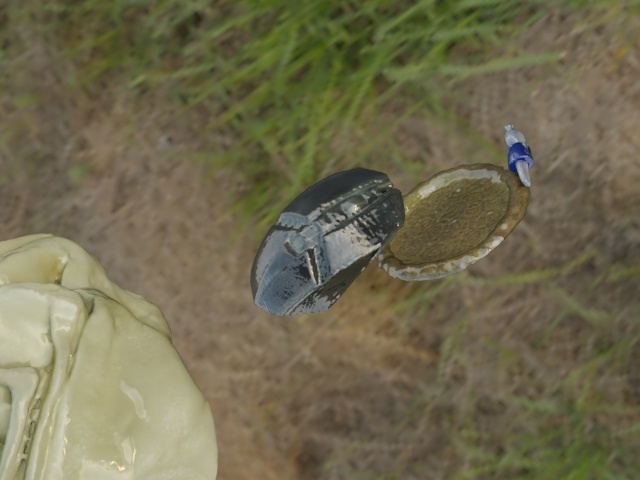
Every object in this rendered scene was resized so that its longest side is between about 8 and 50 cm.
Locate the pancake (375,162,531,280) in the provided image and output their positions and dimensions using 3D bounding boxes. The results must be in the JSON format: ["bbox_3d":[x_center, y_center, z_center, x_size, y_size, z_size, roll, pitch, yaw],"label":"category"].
[{"bbox_3d":[0.144,-0.024,2.080,0.199,0.199,0.021,-4,129,37],"label":"pancake"}]

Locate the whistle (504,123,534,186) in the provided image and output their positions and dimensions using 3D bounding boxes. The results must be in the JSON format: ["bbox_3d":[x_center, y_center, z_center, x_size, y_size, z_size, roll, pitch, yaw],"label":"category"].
[{"bbox_3d":[0.220,-0.093,2.073,0.029,0.083,0.033,-28,139,24],"label":"whistle"}]

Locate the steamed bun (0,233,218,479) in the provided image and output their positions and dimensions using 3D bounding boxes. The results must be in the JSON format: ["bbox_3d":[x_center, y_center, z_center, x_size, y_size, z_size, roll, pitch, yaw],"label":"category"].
[{"bbox_3d":[-0.255,0.126,1.390,0.276,0.203,0.289,-43,70,21],"label":"steamed bun"}]

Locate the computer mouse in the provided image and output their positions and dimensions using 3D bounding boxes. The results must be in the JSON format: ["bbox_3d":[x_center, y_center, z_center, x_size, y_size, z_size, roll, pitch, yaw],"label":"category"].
[{"bbox_3d":[0.000,0.000,1.945,0.192,0.062,0.106,-42,63,4],"label":"computer mouse"}]
